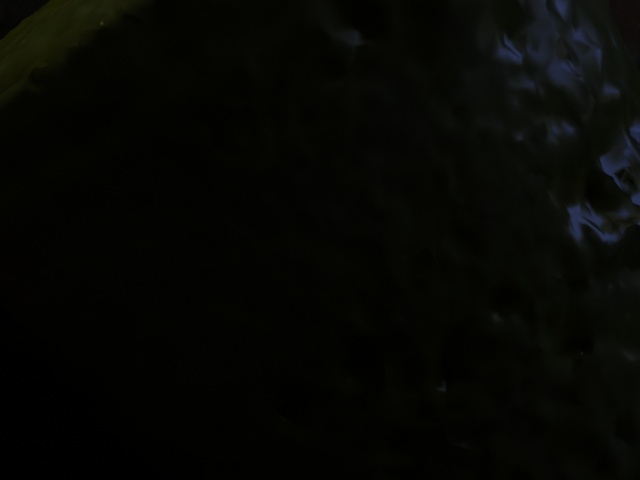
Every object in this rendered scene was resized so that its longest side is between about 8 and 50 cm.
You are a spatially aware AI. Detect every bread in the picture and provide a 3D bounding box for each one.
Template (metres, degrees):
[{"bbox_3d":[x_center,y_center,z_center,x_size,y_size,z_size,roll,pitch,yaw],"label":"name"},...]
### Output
[{"bbox_3d":[0.000,0.000,0.510,0.308,0.348,0.348,59,-6,-5],"label":"bread"}]
